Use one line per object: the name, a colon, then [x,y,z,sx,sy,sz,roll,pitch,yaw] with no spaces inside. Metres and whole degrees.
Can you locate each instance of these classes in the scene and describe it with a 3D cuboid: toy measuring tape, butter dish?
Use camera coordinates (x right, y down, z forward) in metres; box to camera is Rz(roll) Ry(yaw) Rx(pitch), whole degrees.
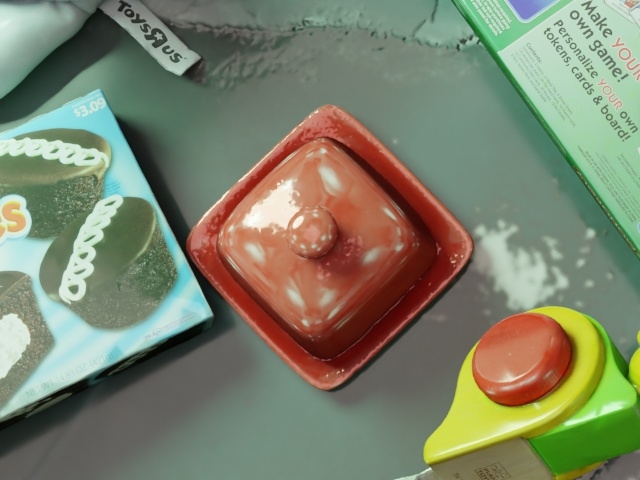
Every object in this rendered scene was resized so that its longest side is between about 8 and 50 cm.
toy measuring tape: [0.099,0.124,1.269,0.330,0.121,0.121,-22,81,22]
butter dish: [0.000,0.000,1.274,0.160,0.118,0.160,-44,81,1]

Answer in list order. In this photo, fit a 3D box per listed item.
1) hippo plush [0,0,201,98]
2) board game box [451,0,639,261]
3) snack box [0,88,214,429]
hippo plush: [-0.229,-0.216,1.267,0.294,0.236,0.234,32,88,10]
board game box: [0.223,-0.159,1.239,0.213,0.046,0.317,-34,81,2]
snack box: [-0.260,0.045,1.301,0.322,0.060,0.187,-26,81,-9]
